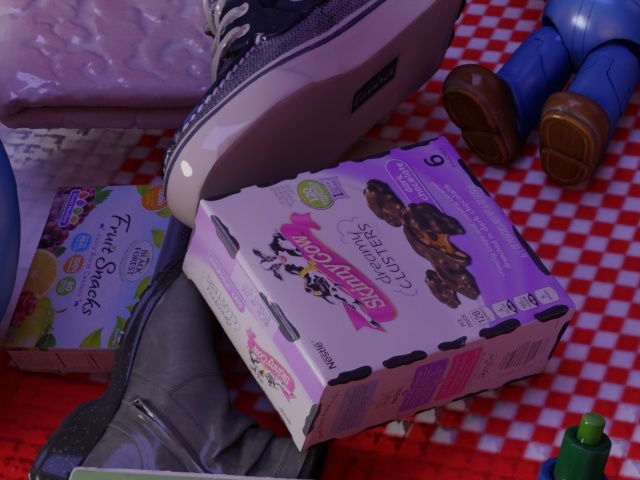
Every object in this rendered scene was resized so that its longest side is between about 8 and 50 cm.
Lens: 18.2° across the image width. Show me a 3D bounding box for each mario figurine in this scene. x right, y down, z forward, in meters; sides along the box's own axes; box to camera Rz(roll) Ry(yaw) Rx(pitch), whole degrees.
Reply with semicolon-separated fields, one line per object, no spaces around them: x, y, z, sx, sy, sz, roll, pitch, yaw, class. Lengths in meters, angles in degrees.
0.216;-0.204;1.512;0.198;0.170;0.320;36;59;-1;mario figurine

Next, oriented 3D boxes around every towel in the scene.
-0.117;-0.213;1.603;0.317;0.053;0.332;-1;45;-14;towel

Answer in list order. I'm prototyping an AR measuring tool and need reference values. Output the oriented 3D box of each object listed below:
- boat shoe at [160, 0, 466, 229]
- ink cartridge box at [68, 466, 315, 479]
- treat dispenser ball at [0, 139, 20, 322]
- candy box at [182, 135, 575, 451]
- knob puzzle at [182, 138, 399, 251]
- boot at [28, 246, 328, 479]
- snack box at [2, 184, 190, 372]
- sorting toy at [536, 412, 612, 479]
-0.043;-0.129;1.429;0.158;0.127;0.340;31;40;19;boat shoe
-0.091;0.241;1.137;0.171;0.056;0.235;2;44;14;ink cartridge box
-0.342;-0.007;1.311;0.288;0.288;0.288;-6;40;5;treat dispenser ball
0.036;0.030;1.291;0.196;0.070;0.165;-16;55;-30;candy box
0.000;0.000;1.425;0.213;0.030;0.213;-8;45;8;knob puzzle
-0.063;0.117;1.282;0.161;0.083;0.246;18;54;19;boot
-0.153;0.026;1.400;0.100;0.037;0.141;0;53;20;snack box
0.039;0.166;1.064;0.365;0.126;0.127;-15;38;-41;sorting toy
